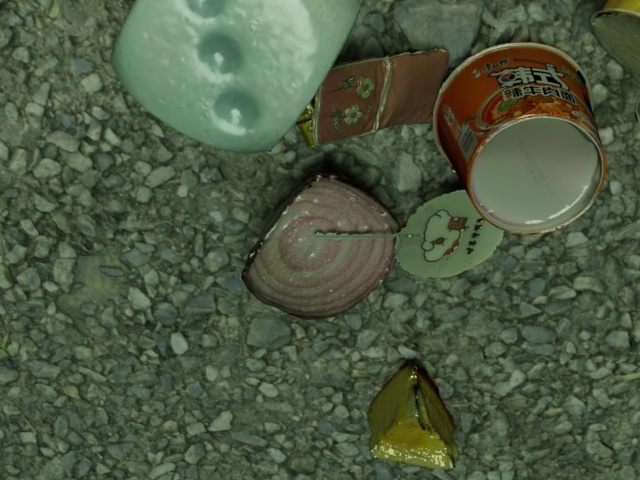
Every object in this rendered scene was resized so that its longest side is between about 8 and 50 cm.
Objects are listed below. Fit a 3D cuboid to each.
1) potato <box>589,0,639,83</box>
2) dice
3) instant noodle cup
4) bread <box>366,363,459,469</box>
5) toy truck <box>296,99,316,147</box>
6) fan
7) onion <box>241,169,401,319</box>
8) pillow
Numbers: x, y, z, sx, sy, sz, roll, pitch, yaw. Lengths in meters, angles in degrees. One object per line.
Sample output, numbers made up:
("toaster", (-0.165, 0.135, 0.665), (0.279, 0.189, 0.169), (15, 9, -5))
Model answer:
("potato", (0.623, -0.305, 1.451), (0.397, 0.290, 0.296), (35, 89, 26))
("dice", (-0.114, -0.299, 1.453), (0.262, 0.264, 0.268), (30, 119, -13))
("instant noodle cup", (0.295, -0.139, 1.543), (0.250, 0.192, 0.250), (0, 123, -1))
("bread", (0.181, 0.308, 1.854), (0.169, 0.140, 0.160), (11, 132, -7))
("toy truck", (-0.017, -0.189, 1.630), (0.049, 0.054, 0.083), (-20, 116, 16))
("fan", (0.144, -0.009, 1.690), (0.329, 0.009, 0.191), (-1, 133, -16))
("onion", (0.000, 0.000, 1.718), (0.247, 0.111, 0.250), (27, 109, -36))
("pillow", (0.087, -0.215, 1.556), (0.232, 0.043, 0.126), (-14, 132, -28))
